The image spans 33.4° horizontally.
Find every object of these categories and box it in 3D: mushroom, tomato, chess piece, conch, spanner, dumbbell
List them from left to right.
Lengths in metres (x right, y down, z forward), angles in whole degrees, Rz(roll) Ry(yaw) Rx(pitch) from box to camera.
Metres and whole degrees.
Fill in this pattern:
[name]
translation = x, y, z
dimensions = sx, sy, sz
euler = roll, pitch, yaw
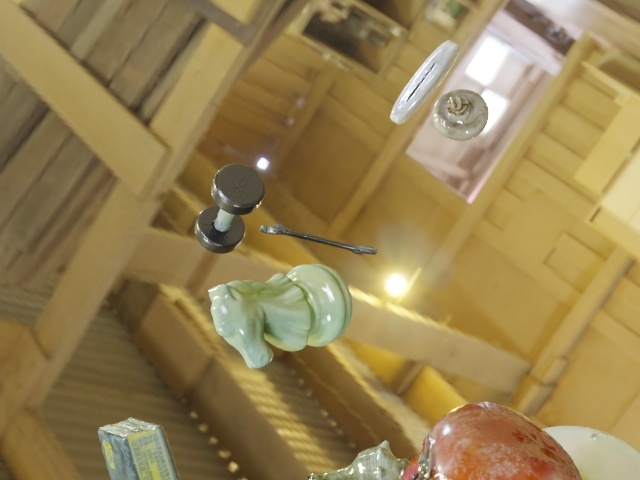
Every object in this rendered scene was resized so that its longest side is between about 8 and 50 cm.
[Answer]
[dumbbell]
translation = -0.176, -0.059, 2.049
dimensions = 0.100, 0.191, 0.100
euler = 10, -122, -16
[chess piece]
translation = -0.088, 0.148, 2.086
dimensions = 0.298, 0.175, 0.176
euler = -11, -137, -47
[spanner]
translation = 0.000, 0.000, 2.054
dimensions = 0.255, 0.015, 0.054
euler = 13, 166, -31
[conch]
translation = 0.111, 0.446, 2.016
dimensions = 0.234, 0.114, 0.137
euler = -14, 124, 47
[mushroom]
translation = 0.209, -0.194, 1.589
dimensions = 0.085, 0.085, 0.079
euler = 38, 167, 23
[tomato]
translation = 0.172, 0.287, 1.071
dimensions = 0.189, 0.232, 0.232
euler = 22, -167, -4

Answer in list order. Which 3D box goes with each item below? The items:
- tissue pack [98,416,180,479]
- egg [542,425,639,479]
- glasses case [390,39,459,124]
[tissue pack]
translation = -0.265, 0.413, 1.681
dimensions = 0.081, 0.257, 0.185
euler = -17, -178, -24
[egg]
translation = 0.368, 0.428, 1.479
dimensions = 0.337, 0.337, 0.201
euler = 43, -176, 37
[glasses case]
translation = 0.207, -0.313, 2.115
dimensions = 0.049, 0.197, 0.076
euler = 40, -165, 9
